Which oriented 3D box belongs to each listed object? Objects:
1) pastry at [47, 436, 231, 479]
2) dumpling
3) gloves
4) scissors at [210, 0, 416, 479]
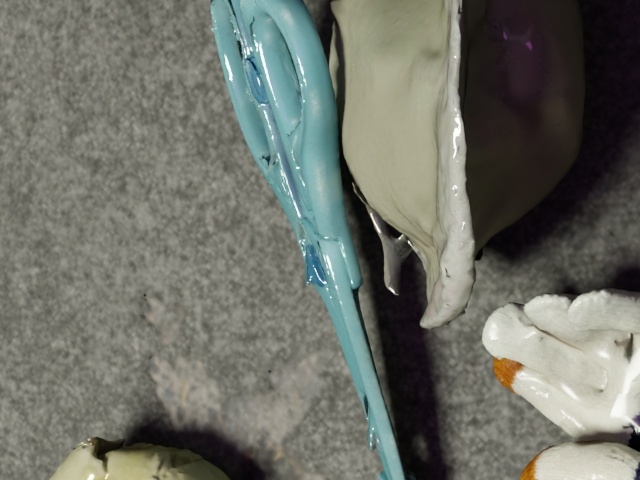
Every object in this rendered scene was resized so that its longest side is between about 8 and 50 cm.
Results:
[{"bbox_3d":[-0.127,0.218,1.060,0.166,0.088,0.166,1,93,21],"label":"pastry"},{"bbox_3d":[0.098,-0.090,0.893,0.204,0.163,0.293,-175,86,-65],"label":"dumpling"},{"bbox_3d":[0.205,0.096,0.912,0.218,0.131,0.140,17,106,51],"label":"gloves"},{"bbox_3d":[-0.001,0.000,0.981,0.032,0.180,0.393,-19,99,-14],"label":"scissors"}]
